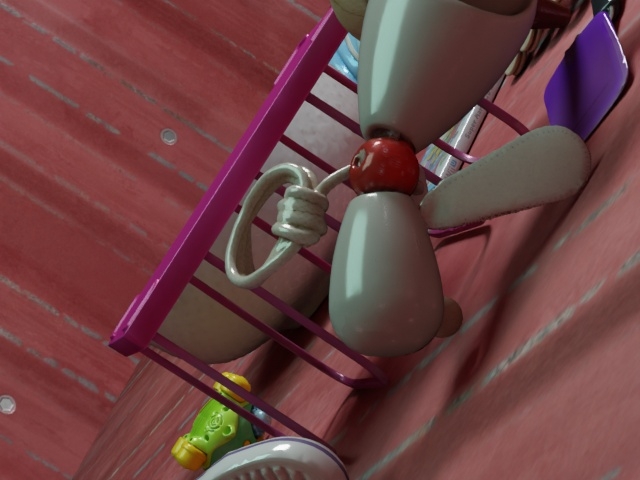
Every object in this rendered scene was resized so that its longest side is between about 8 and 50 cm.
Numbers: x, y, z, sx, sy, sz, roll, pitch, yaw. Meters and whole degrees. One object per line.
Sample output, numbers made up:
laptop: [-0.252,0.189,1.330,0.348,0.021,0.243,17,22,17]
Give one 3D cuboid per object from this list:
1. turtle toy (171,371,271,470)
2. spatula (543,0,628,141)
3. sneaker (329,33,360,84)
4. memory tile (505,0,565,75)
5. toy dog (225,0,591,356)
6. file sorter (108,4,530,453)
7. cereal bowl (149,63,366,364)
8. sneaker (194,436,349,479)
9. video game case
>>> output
turtle toy: [-0.083,0.172,1.778,0.095,0.066,0.130,-57,6,-6]
spatula: [0.196,-0.154,1.415,0.084,0.030,0.296,-56,7,31]
sneaker: [0.079,-0.261,2.343,0.208,0.127,0.319,-52,8,33]
memory tile: [0.182,-0.216,1.653,0.148,0.012,0.113,119,157,-59]
toy dog: [0.090,-0.080,1.306,0.220,0.161,0.333,16,85,59]
file sorter: [0.000,0.000,1.475,0.290,0.182,0.202,-58,6,-9]
cereal bowl: [-0.043,-0.012,2.009,0.339,0.141,0.339,-56,7,10]
sneaker: [-0.045,0.177,1.364,0.282,0.102,0.161,-50,7,47]
video game case: [0.110,-0.077,1.748,0.119,0.015,0.166,-47,12,55]
